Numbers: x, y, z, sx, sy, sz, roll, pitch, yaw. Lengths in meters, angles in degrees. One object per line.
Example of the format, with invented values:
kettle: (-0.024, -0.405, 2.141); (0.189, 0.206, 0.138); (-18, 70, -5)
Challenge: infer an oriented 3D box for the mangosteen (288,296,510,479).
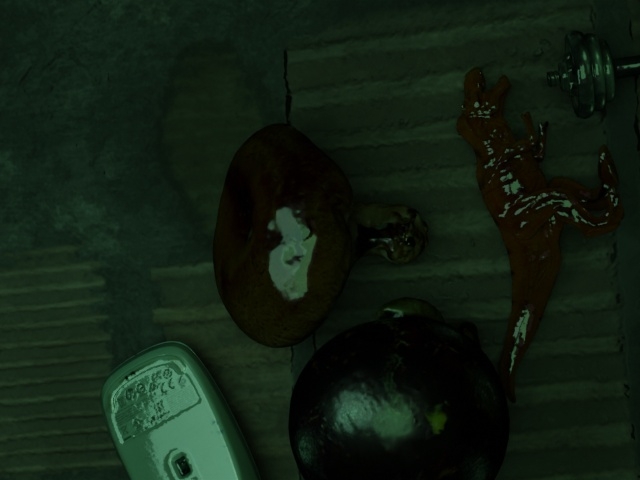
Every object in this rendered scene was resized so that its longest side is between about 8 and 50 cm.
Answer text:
mangosteen: (0.097, 0.211, 1.705); (0.288, 0.288, 0.288); (0, 89, 11)

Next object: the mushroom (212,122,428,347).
mushroom: (-0.032, 0.011, 1.769); (0.254, 0.267, 0.267); (38, 97, -25)

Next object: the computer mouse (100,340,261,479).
computer mouse: (-0.174, 0.278, 1.831); (0.159, 0.097, 0.288); (-31, 72, 10)

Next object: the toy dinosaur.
toy dinosaur: (0.284, -0.023, 1.751); (0.208, 0.097, 0.432); (-13, 83, 24)

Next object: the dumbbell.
dumbbell: (0.407, -0.220, 1.734); (0.254, 0.110, 0.110); (-9, 87, 4)
